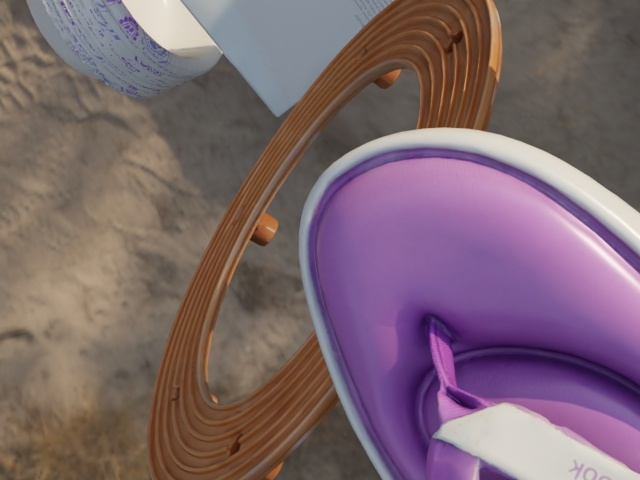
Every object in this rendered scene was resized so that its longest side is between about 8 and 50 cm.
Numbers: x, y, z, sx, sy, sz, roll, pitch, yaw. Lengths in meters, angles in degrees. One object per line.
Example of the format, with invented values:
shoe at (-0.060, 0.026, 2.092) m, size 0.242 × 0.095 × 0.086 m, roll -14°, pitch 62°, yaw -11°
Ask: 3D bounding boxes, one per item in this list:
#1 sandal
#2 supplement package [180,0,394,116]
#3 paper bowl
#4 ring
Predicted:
sandal at (0.121, 0.143, 0.517) m, size 0.169 × 0.102 × 0.416 m, roll -29°, pitch 93°, yaw 27°
supplement package at (-0.019, -0.315, 1.403) m, size 0.262 × 0.198 × 0.199 m, roll -35°, pitch 131°, yaw 7°
paper bowl at (-0.251, -0.311, 1.625) m, size 0.148 × 0.284 × 0.284 m, roll -20°, pitch 130°, yaw 25°
ring at (0.000, 0.000, 0.755) m, size 0.032 × 0.336 × 0.336 m, roll 30°, pitch 106°, yaw -19°
